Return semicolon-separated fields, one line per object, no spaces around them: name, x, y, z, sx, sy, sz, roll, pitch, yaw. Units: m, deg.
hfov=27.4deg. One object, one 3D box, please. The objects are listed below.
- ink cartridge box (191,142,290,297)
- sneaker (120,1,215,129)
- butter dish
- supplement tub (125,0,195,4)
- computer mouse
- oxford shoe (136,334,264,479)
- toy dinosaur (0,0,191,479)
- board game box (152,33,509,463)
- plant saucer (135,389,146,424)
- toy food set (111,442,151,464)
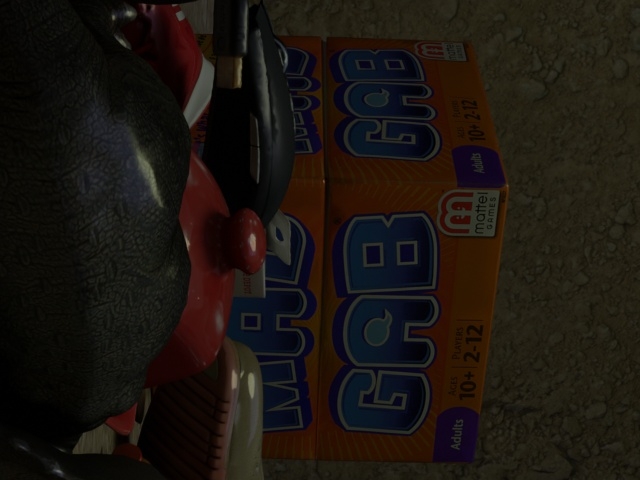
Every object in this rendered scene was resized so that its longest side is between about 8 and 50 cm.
ink cartridge box;-0.093;-0.015;0.987;0.092;0.143;0.090;96;-4;-67
sneaker;-0.135;-0.099;0.878;0.221;0.087;0.128;-87;161;-49
butter dish;-0.087;0.007;0.711;0.160;0.118;0.160;60;26;-57
supplement tub;-0.102;-0.251;0.815;0.106;0.106;0.198;118;-26;-87
computer mouse;-0.040;-0.091;0.826;0.184;0.060;0.262;-91;-170;-77
oxford shoe;-0.085;0.264;1.199;0.140;0.146;0.397;36;-57;53
toy dinosaur;-0.081;-0.013;0.419;0.160;0.121;0.314;-115;-150;-43
board game box;0.000;0.000;1.495;0.356;0.356;0.357;-91;-177;-59
plant saucer;-0.165;0.121;1.165;0.083;0.015;0.083;-178;-90;-88
toy food set;-0.118;0.276;1.007;0.104;0.111;0.232;91;-3;-57
